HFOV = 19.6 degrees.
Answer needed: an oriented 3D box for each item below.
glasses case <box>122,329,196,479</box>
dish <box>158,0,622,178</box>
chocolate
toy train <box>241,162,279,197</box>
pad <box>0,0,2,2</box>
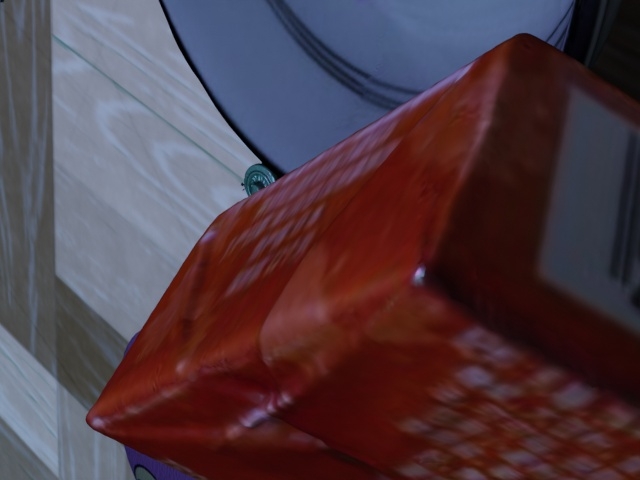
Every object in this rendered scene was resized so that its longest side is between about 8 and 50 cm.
[{"bbox_3d":[-0.003,0.135,0.909,0.316,0.076,0.123,26,127,47],"label":"glasses case"},{"bbox_3d":[0.030,-0.165,0.679,0.316,0.106,0.316,36,136,44],"label":"dish"},{"bbox_3d":[0.076,0.052,0.621,0.235,0.237,0.108,-30,37,57],"label":"chocolate"},{"bbox_3d":[0.000,0.000,0.868,0.064,0.044,0.103,12,117,41],"label":"toy train"},{"bbox_3d":[-0.316,-0.287,1.212,0.367,0.007,0.247,17,120,52],"label":"pad"}]
